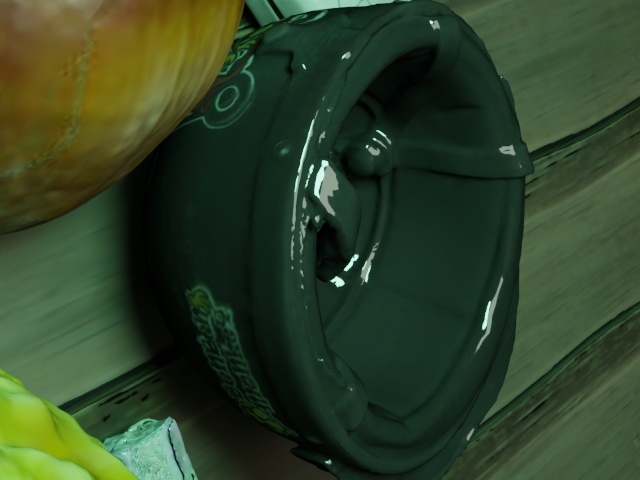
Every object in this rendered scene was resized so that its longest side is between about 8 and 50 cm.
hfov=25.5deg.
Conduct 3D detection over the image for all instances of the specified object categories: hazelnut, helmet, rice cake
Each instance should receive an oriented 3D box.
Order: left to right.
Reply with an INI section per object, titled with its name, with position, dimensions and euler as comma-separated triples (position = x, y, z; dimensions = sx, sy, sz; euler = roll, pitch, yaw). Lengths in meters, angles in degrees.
[hazelnut]
position = -0.131, -0.095, 0.601
dimensions = 0.214, 0.176, 0.214
euler = -29, 136, -31
[rice cake]
position = -0.065, 0.189, 0.776
dimensions = 0.043, 0.034, 0.211
euler = -42, 120, -39
[helmet]
position = 0.000, 0.000, 0.765
dimensions = 0.230, 0.160, 0.279
euler = -52, 142, -37

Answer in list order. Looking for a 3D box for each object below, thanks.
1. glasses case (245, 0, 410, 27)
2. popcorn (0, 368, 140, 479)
[glasses case]
position = 0.010, -0.142, 0.857
dimensions = 0.233, 0.059, 0.092
euler = 54, 52, -34
[popcorn]
position = -0.163, 0.160, 0.473
dimensions = 0.282, 0.247, 0.282
euler = 0, 89, -21
